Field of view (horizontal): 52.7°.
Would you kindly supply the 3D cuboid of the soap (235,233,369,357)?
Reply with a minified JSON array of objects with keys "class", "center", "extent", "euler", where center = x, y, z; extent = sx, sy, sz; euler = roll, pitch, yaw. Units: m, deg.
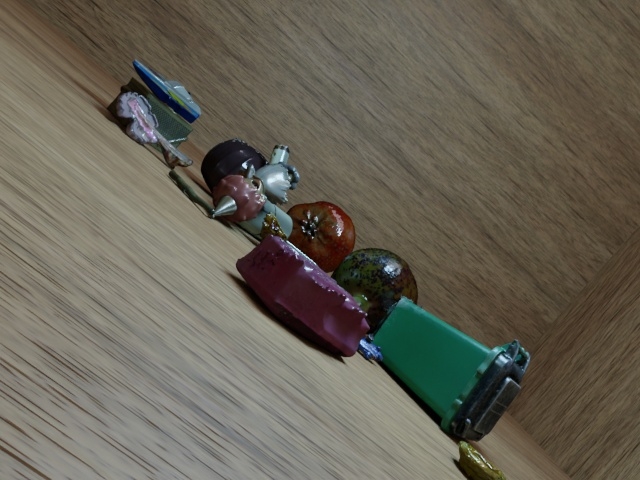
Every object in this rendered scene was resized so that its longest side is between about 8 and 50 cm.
[{"class":"soap","center":[-0.021,0.126,1.406],"extent":[0.220,0.127,0.325],"euler":[44,3,37]}]

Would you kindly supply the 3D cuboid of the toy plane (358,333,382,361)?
[{"class":"toy plane","center":[0.102,0.269,1.709],"extent":[0.167,0.054,0.062],"euler":[41,28,-10]}]

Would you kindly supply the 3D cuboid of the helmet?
[{"class":"helmet","center":[-0.274,-0.209,2.301],"extent":[0.305,0.225,0.177],"euler":[39,9,-38]}]

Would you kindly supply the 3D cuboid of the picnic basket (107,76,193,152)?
[{"class":"picnic basket","center":[-0.590,-0.426,2.259],"extent":[0.165,0.139,0.266],"euler":[43,3,36]}]

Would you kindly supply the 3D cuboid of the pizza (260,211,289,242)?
[{"class":"pizza","center":[-0.149,-0.006,2.030],"extent":[0.154,0.069,0.194],"euler":[43,-21,47]}]

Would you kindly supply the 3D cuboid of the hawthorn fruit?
[{"class":"hawthorn fruit","center":[0.000,0.000,2.427],"extent":[0.287,0.287,0.330],"euler":[42,-3,21]}]

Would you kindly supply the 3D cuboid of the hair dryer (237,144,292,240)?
[{"class":"hair dryer","center":[-0.169,-0.182,2.206],"extent":[0.128,0.362,0.203],"euler":[-1,-26,39]}]

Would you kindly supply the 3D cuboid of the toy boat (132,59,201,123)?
[{"class":"toy boat","center":[-0.524,-0.516,2.175],"extent":[0.129,0.088,0.295],"euler":[43,3,38]}]

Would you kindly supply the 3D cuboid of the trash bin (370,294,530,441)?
[{"class":"trash bin","center":[0.347,0.328,1.783],"extent":[0.381,0.295,0.259],"euler":[35,-1,33]}]

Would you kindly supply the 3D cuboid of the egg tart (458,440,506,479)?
[{"class":"egg tart","center":[0.342,0.490,1.390],"extent":[0.130,0.052,0.130],"euler":[39,3,-2]}]

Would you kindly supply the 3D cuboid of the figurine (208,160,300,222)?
[{"class":"figurine","center":[-0.221,-0.151,1.945],"extent":[0.207,0.166,0.386],"euler":[29,33,26]}]

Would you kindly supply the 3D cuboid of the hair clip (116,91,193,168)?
[{"class":"hair clip","center":[-0.534,-0.338,2.064],"extent":[0.300,0.069,0.173],"euler":[50,23,-11]}]

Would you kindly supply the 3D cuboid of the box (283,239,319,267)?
[{"class":"box","center":[-0.070,0.083,1.863],"extent":[0.129,0.086,0.225],"euler":[39,3,-11]}]

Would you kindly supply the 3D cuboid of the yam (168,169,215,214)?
[{"class":"yam","center":[-0.369,-0.135,1.836],"extent":[0.234,0.027,0.029],"euler":[40,1,35]}]

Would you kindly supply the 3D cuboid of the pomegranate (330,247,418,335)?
[{"class":"pomegranate","center":[0.142,0.172,1.962],"extent":[0.285,0.285,0.340],"euler":[41,32,8]}]
